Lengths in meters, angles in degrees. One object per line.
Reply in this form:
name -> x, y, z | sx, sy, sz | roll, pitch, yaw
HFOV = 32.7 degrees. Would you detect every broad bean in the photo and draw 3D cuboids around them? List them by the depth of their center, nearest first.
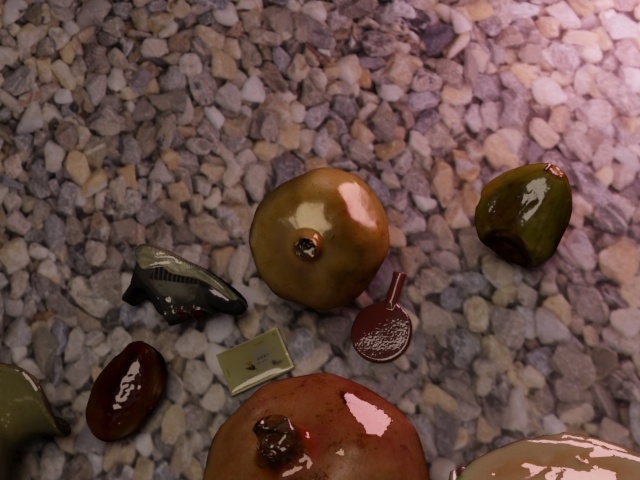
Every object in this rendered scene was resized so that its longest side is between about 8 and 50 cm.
broad bean -> -0.312, 0.242, 1.739 | 0.114, 0.084, 0.165 | 32, 81, 41

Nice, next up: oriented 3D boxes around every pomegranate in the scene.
pomegranate -> -0.012, 0.338, 1.492 | 0.338, 0.338, 0.338 | -5, 64, 10
pomegranate -> 0.000, 0.000, 1.717 | 0.233, 0.233, 0.233 | -5, 64, 10

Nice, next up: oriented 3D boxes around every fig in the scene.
fig -> 0.323, -0.049, 1.704 | 0.144, 0.154, 0.166 | 30, 112, -15

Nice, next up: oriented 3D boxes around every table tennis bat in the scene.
table tennis bat -> 0.105, 0.121, 1.740 | 0.098, 0.019, 0.155 | 13, 71, 18

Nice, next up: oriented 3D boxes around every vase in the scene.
vase -> -0.600, 0.312, 1.696 | 0.329, 0.241, 0.302 | 22, 61, 32

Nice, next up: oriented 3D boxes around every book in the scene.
book -> -0.106, 0.194, 1.751 | 0.111, 0.014, 0.077 | -24, 63, 0

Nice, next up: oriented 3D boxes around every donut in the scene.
donut -> 0.343, 0.399, 1.439 | 0.371, 0.150, 0.307 | 20, 47, 33

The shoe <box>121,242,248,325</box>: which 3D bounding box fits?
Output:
shoe -> -0.228, 0.090, 1.790 | 0.227, 0.099, 0.112 | 26, 80, 26
